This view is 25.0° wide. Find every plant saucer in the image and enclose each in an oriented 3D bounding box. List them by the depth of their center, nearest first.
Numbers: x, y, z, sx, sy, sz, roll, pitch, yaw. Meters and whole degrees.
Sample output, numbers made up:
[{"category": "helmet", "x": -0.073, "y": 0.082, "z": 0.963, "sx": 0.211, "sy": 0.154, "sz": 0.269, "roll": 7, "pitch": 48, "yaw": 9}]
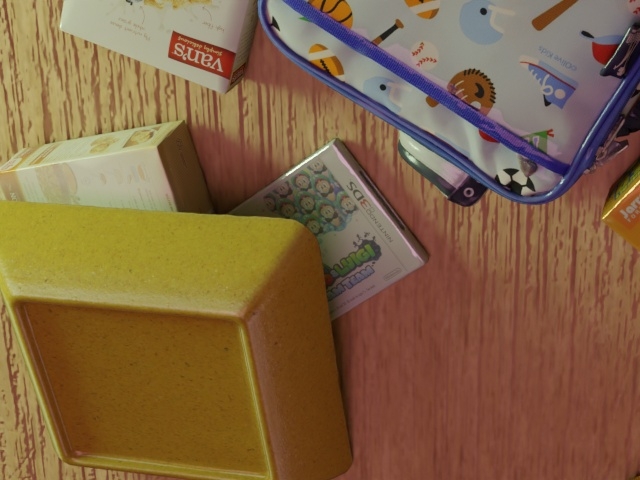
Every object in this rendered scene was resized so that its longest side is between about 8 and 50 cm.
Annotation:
[{"category": "plant saucer", "x": -0.153, "y": 0.122, "z": 1.381, "sx": 0.332, "sy": 0.081, "sz": 0.333, "roll": 4, "pitch": 130, "yaw": 15}]

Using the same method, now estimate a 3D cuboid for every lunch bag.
[{"category": "lunch bag", "x": 0.114, "y": -0.172, "z": 1.066, "sx": 0.303, "sy": 0.115, "sz": 0.243, "roll": 35, "pitch": 125, "yaw": 9}]

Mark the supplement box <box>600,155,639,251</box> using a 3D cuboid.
[{"category": "supplement box", "x": 0.347, "y": 0.017, "z": 1.198, "sx": 0.233, "sy": 0.080, "sz": 0.078, "roll": 39, "pitch": 121, "yaw": 1}]

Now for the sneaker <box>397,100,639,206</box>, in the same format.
[{"category": "sneaker", "x": 0.192, "y": -0.096, "z": 1.187, "sx": 0.282, "sy": 0.099, "sz": 0.153, "roll": 15, "pitch": 117, "yaw": 19}]

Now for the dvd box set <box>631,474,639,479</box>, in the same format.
[{"category": "dvd box set", "x": 0.515, "y": 0.230, "z": 1.247, "sx": 0.307, "sy": 0.062, "sz": 0.420, "roll": 44, "pitch": 122, "yaw": -6}]

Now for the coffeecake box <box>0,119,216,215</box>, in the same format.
[{"category": "coffeecake box", "x": -0.202, "y": -0.026, "z": 1.387, "sx": 0.185, "sy": 0.068, "sz": 0.142, "roll": -7, "pitch": 114, "yaw": 24}]

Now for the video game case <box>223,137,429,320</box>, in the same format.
[{"category": "video game case", "x": 0.000, "y": 0.000, "z": 1.354, "sx": 0.157, "sy": 0.019, "sz": 0.143, "roll": -33, "pitch": 100, "yaw": 31}]

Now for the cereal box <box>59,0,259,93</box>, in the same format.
[{"category": "cereal box", "x": -0.125, "y": -0.265, "z": 1.253, "sx": 0.173, "sy": 0.047, "sz": 0.240, "roll": 22, "pitch": 121, "yaw": 10}]
